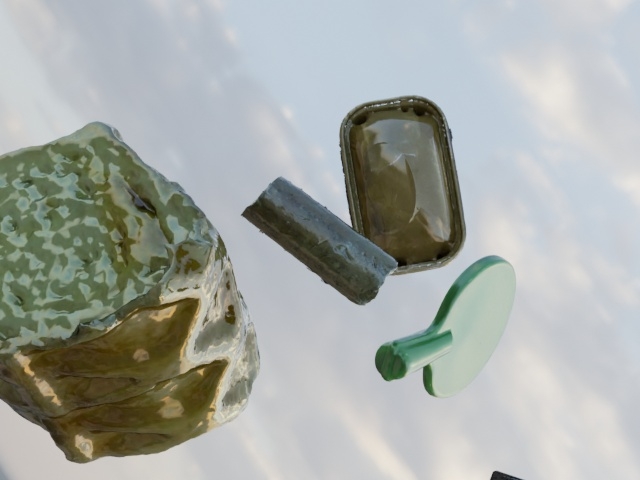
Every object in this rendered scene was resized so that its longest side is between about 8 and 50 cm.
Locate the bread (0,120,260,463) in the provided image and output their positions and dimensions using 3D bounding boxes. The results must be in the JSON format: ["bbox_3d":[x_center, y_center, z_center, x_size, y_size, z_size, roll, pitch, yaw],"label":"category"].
[{"bbox_3d":[-0.170,0.045,1.372,0.238,0.196,0.252,37,-13,30],"label":"bread"}]

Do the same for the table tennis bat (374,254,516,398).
[{"bbox_3d":[0.131,0.098,1.890,0.039,0.257,0.160,24,-69,26],"label":"table tennis bat"}]

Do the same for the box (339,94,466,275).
[{"bbox_3d":[0.080,-0.051,1.782,0.111,0.111,0.177,104,-23,-74],"label":"box"}]

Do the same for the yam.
[{"bbox_3d":[0.000,0.000,1.545,0.132,0.054,0.054,37,-14,3],"label":"yam"}]

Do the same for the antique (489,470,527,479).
[{"bbox_3d":[0.178,0.186,1.252,0.031,0.015,0.192,16,-8,44],"label":"antique"}]
